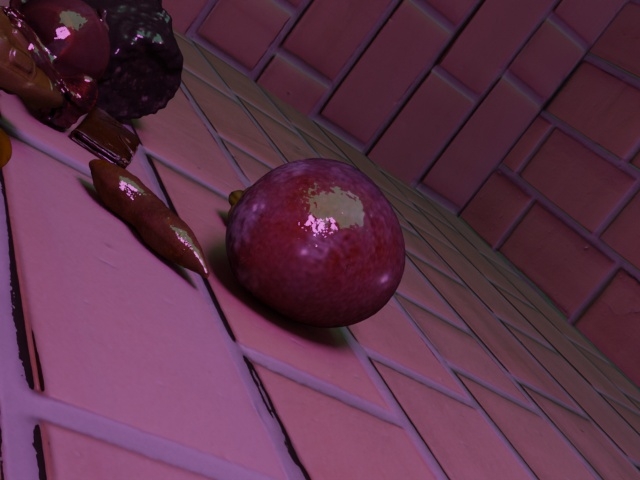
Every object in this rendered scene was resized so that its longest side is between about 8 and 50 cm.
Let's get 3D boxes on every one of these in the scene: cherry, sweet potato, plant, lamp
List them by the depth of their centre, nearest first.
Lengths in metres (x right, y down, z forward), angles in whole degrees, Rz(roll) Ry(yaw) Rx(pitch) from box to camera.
[{"bbox_3d":[-0.206,-0.027,1.133,0.218,0.051,0.065,41,8,16],"label":"sweet potato"},{"bbox_3d":[0.000,0.000,1.249,0.236,0.213,0.285,35,17,34],"label":"cherry"},{"bbox_3d":[-0.388,-0.264,1.351,0.215,0.151,0.223,44,43,1],"label":"lamp"},{"bbox_3d":[-0.353,-0.345,1.566,0.199,0.188,0.276,-15,57,-27],"label":"plant"}]

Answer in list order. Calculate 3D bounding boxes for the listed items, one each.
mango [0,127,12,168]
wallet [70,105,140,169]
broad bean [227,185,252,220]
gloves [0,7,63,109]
[{"bbox_3d":[-0.354,-0.094,0.896,0.103,0.076,0.161,33,8,4],"label":"mango"},{"bbox_3d":[-0.315,-0.155,1.380,0.095,0.026,0.176,37,12,-14],"label":"wallet"},{"bbox_3d":[-0.073,-0.017,1.454,0.174,0.082,0.124,44,9,-19],"label":"broad bean"},{"bbox_3d":[-0.433,-0.237,1.033,0.331,0.141,0.154,24,32,-31],"label":"gloves"}]
